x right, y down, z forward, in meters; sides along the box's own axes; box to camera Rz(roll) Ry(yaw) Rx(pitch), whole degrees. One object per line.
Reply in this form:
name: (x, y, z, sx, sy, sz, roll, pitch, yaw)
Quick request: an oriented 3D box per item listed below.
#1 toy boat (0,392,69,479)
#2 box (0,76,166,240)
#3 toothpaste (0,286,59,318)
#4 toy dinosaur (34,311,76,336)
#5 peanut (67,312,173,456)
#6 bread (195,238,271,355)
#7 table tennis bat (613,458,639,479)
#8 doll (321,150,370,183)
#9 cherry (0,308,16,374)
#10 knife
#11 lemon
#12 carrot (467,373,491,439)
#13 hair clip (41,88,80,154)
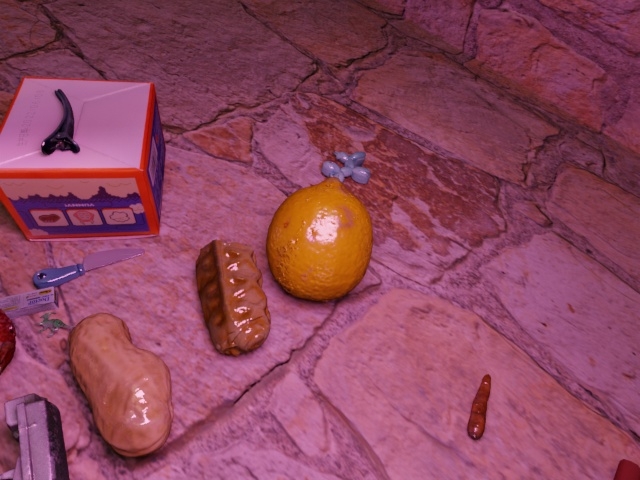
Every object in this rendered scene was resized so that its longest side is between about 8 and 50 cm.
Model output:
toy boat: (-0.453, 0.413, 0.649, 0.092, 0.141, 0.319, -10, 54, -33)
box: (-0.580, -0.206, 1.040, 0.319, 0.256, 0.348, -4, 54, -13)
toothpaste: (-0.669, 0.145, 0.884, 0.164, 0.034, 0.046, -13, 56, -21)
toy dinosaur: (-0.578, 0.179, 0.887, 0.083, 0.021, 0.062, -10, 42, -17)
peanut: (-0.383, 0.266, 0.791, 0.148, 0.147, 0.319, -28, 57, -29)
bread: (-0.201, 0.133, 0.935, 0.152, 0.130, 0.267, -29, 56, 12)
table tennis bat: (0.573, 0.570, 0.804, 0.200, 0.038, 0.310, 41, 56, 20)
doll: (0.082, -0.233, 1.325, 0.159, 0.059, 0.159, 6, 53, -9)
cherry: (-0.699, 0.180, 0.751, 0.250, 0.192, 0.175, 32, 23, 6)
knife: (-0.558, 0.055, 0.987, 0.244, 0.032, 0.058, -24, 52, -32)
lemon: (0.000, 0.000, 0.978, 0.258, 0.309, 0.258, 14, 12, -3)
carrot: (0.363, 0.372, 0.921, 0.036, 0.035, 0.165, 26, 49, 9)
hair clip: (-0.578, -0.272, 0.913, 0.070, 0.039, 0.229, -9, 51, -18)
